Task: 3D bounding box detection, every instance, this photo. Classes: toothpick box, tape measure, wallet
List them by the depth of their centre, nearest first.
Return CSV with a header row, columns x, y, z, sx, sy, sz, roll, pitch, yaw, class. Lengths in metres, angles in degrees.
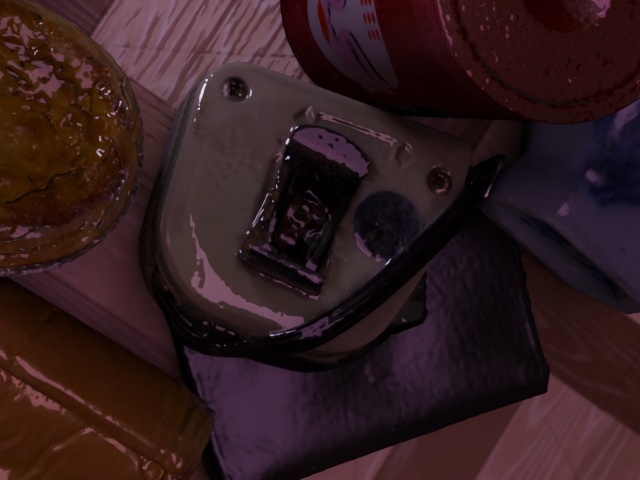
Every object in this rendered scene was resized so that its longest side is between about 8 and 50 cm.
x,y,z,sx,sy,sz,roll,pitch,yaw,class
0.114,-0.191,1.367,0.204,0.333,0.204,-1,95,-18,toothpick box
0.000,0.000,1.424,0.271,0.133,0.231,18,74,-15,tape measure
0.038,0.094,1.517,0.321,0.044,0.170,-17,93,-20,wallet

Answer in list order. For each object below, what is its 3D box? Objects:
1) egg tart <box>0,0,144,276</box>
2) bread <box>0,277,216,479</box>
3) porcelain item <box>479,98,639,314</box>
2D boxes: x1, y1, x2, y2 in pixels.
x,y,z,sx,sy,sz,roll,pitch,yaw,class
-0.250,-0.076,1.359,0.234,0.094,0.234,7,66,-17,egg tart
-0.225,0.127,1.382,0.288,0.119,0.152,33,102,-17,bread
0.317,-0.145,1.524,0.242,0.178,0.405,40,82,-19,porcelain item
